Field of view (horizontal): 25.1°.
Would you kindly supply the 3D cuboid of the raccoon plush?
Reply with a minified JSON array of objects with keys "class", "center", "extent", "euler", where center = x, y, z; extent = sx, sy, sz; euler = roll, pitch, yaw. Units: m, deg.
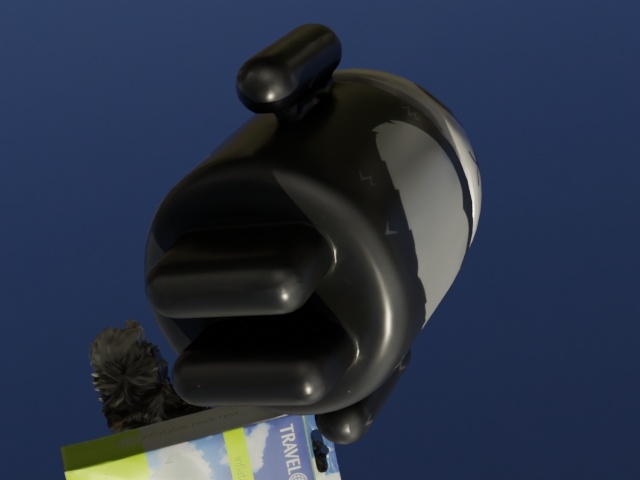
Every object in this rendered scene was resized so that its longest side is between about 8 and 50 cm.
[{"class":"raccoon plush","center":[-0.081,0.305,1.702],"extent":[0.216,0.299,0.446],"euler":[-26,-122,-3]}]

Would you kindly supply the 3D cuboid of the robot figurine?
[{"class":"robot figurine","center":[0.002,-0.002,0.893],"extent":[0.173,0.209,0.278],"euler":[32,-147,6]}]

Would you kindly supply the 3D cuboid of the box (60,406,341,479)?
[{"class":"box","center":[-0.072,0.166,0.951],"extent":[0.178,0.109,0.042],"euler":[-14,-158,-9]}]
